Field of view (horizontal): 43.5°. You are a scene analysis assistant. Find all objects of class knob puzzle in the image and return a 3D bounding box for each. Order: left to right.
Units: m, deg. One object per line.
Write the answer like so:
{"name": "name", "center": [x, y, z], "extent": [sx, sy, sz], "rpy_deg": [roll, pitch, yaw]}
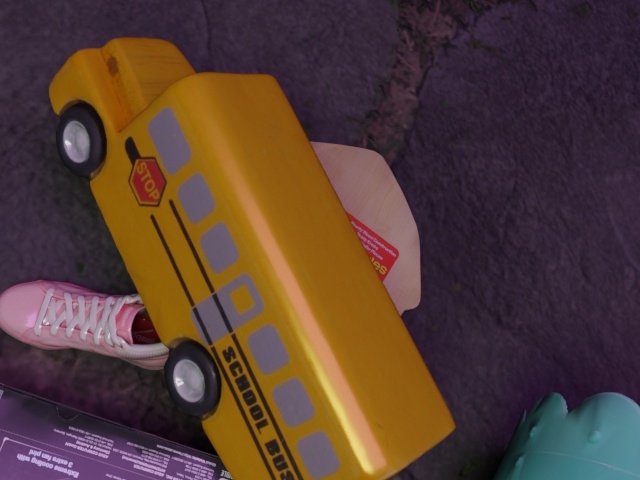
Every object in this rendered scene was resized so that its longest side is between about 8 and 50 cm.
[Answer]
{"name": "knob puzzle", "center": [0.000, 0.000, 0.666], "extent": [0.213, 0.030, 0.213], "rpy_deg": [7, 67, -18]}

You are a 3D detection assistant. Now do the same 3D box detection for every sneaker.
{"name": "sneaker", "center": [-0.158, 0.053, 0.561], "extent": [0.134, 0.070, 0.051], "rpy_deg": [18, 66, -13]}

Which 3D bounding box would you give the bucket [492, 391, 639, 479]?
{"name": "bucket", "center": [0.211, 0.248, 0.522], "extent": [0.281, 0.281, 0.183], "rpy_deg": [38, 66, -4]}

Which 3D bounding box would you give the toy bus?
{"name": "toy bus", "center": [-0.053, 0.007, 0.533], "extent": [0.108, 0.130, 0.332], "rpy_deg": [-14, 73, -52]}

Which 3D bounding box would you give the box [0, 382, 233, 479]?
{"name": "box", "center": [-0.196, 0.217, 0.476], "extent": [0.307, 0.076, 0.242], "rpy_deg": [22, 63, -12]}
